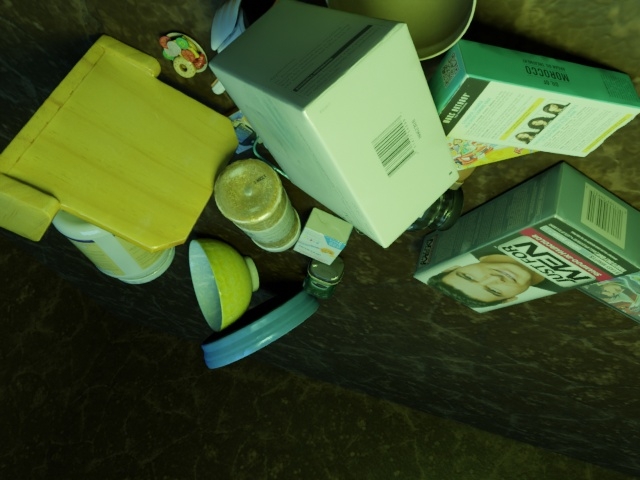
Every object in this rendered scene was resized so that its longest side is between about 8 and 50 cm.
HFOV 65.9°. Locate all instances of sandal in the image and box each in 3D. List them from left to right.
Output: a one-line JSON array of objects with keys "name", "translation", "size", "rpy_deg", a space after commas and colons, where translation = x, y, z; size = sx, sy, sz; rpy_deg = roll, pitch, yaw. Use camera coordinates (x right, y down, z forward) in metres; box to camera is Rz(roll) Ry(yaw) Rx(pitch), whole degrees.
[{"name": "sandal", "translation": [-0.127, -0.296, 0.718], "size": [0.076, 0.101, 0.265], "rpy_deg": [33, 154, -23]}]

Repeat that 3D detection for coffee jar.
[{"name": "coffee jar", "translation": [0.008, 0.096, 1.365], "size": [0.096, 0.079, 0.184], "rpy_deg": [22, 156, 1]}]

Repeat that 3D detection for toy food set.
[{"name": "toy food set", "translation": [-0.234, -0.319, 0.845], "size": [0.083, 0.020, 0.082], "rpy_deg": [0, 146, 38]}]

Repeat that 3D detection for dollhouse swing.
[{"name": "dollhouse swing", "translation": [-0.383, -0.136, 0.934], "size": [0.305, 0.346, 0.315], "rpy_deg": [34, 151, -24]}]

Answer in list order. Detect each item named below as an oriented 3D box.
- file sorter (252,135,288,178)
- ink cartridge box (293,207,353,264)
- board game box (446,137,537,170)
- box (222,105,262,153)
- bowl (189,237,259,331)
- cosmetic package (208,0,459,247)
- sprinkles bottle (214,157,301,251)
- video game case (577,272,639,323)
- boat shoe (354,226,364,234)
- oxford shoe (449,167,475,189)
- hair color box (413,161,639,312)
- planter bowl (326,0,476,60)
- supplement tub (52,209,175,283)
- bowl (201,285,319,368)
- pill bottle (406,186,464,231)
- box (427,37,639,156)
[{"name": "file sorter", "translation": [-0.022, -0.186, 0.839], "size": [0.118, 0.104, 0.170], "rpy_deg": [34, 152, -22]}, {"name": "ink cartridge box", "translation": [0.000, 0.000, 1.216], "size": [0.105, 0.061, 0.181], "rpy_deg": [24, 154, -4]}, {"name": "board game box", "translation": [0.244, -0.156, 0.717], "size": [0.154, 0.026, 0.103], "rpy_deg": [-13, 142, 15]}, {"name": "box", "translation": [-0.161, -0.217, 0.973], "size": [0.081, 0.028, 0.136], "rpy_deg": [39, 147, -30]}, {"name": "bowl", "translation": [-0.283, 0.119, 1.514], "size": [0.156, 0.289, 0.289], "rpy_deg": [-15, 168, -27]}, {"name": "cosmetic package", "translation": [0.016, -0.144, 0.601], "size": [0.225, 0.138, 0.224], "rpy_deg": [40, 171, 45]}, {"name": "sprinkles bottle", "translation": [-0.115, -0.057, 1.014], "size": [0.122, 0.121, 0.355], "rpy_deg": [19, 172, 6]}, {"name": "video game case", "translation": [0.617, 0.071, 0.912], "size": [0.275, 0.035, 0.248], "rpy_deg": [27, 153, -10]}, {"name": "boat shoe", "translation": [0.091, -0.087, 0.972], "size": [0.080, 0.073, 0.223], "rpy_deg": [15, 153, 15]}, {"name": "oxford shoe", "translation": [0.162, -0.167, 0.795], "size": [0.213, 0.076, 0.076], "rpy_deg": [27, 129, -16]}, {"name": "hair color box", "translation": [0.362, 0.018, 0.920], "size": [0.186, 0.113, 0.374], "rpy_deg": [28, 154, -13]}, {"name": "planter bowl", "translation": [0.096, -0.296, 0.537], "size": [0.162, 0.109, 0.162], "rpy_deg": [17, 153, 9]}, {"name": "supplement tub", "translation": [-0.554, -0.040, 1.365], "size": [0.241, 0.240, 0.331], "rpy_deg": [16, 153, 13]}, {"name": "bowl", "translation": [-0.189, 0.257, 1.531], "size": [0.391, 0.391, 0.077], "rpy_deg": [-25, 95, 56]}, {"name": "pill bottle", "translation": [0.132, -0.083, 0.857], "size": [0.220, 0.122, 0.123], "rpy_deg": [13, 158, -23]}, {"name": "box", "translation": [0.253, -0.168, 0.606], "size": [0.245, 0.060, 0.100], "rpy_deg": [5, 152, -17]}]
